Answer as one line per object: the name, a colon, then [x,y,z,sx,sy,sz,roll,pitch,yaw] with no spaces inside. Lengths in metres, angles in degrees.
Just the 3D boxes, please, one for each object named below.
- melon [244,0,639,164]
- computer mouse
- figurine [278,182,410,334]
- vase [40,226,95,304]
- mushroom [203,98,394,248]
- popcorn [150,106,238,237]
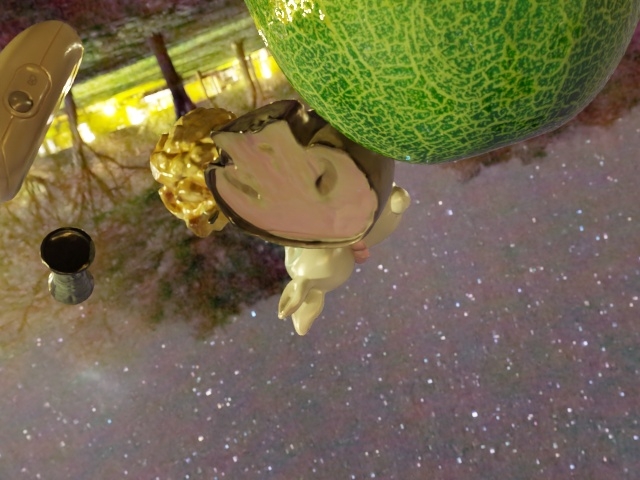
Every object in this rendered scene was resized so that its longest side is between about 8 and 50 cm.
melon: [0.100,-0.134,0.337,0.265,0.169,0.129,-20,-169,-2]
computer mouse: [-0.359,-0.156,0.688,0.145,0.082,0.236,-15,-127,59]
figurine: [0.000,0.000,0.803,0.155,0.127,0.235,35,-101,33]
vase: [-0.308,0.035,0.717,0.059,0.059,0.167,-29,175,-27]
mushroom: [-0.012,-0.066,0.537,0.188,0.141,0.117,-6,-151,36]
popcorn: [-0.153,-0.101,0.839,0.180,0.180,0.170,-16,-148,12]
